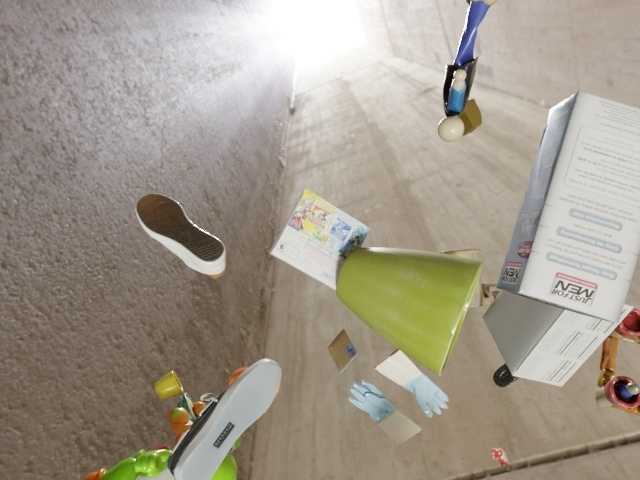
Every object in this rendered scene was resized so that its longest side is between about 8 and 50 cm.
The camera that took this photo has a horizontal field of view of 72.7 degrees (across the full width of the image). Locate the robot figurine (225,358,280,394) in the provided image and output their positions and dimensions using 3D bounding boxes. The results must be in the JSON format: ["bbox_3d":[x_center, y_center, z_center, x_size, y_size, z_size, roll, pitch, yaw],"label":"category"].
[{"bbox_3d":[-0.232,0.505,1.536,0.158,0.219,0.128,-14,86,-60],"label":"robot figurine"}]

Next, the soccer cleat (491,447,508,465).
[{"bbox_3d":[0.469,0.559,1.141,0.083,0.029,0.036,50,34,-27],"label":"soccer cleat"}]

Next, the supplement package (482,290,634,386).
[{"bbox_3d":[0.545,0.173,1.042,0.204,0.145,0.262,-94,-157,-58],"label":"supplement package"}]

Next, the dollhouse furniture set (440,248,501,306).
[{"bbox_3d":[0.468,0.116,1.331,0.242,0.212,0.161,7,79,-53],"label":"dollhouse furniture set"}]

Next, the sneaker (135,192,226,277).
[{"bbox_3d":[-0.352,-0.001,1.091,0.290,0.106,0.123,38,-29,19],"label":"sneaker"}]

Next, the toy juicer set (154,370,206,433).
[{"bbox_3d":[-0.366,0.544,1.285,0.209,0.089,0.329,45,-24,45],"label":"toy juicer set"}]

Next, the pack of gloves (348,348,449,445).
[{"bbox_3d":[0.197,0.393,1.110,0.232,0.195,0.046,45,16,-15],"label":"pack of gloves"}]

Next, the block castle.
[{"bbox_3d":[1.058,0.395,1.236,0.213,0.452,0.303,76,34,-63],"label":"block castle"}]

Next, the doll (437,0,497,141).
[{"bbox_3d":[0.194,-0.230,0.598,0.129,0.046,0.189,-58,158,-64],"label":"doll"}]

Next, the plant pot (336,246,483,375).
[{"bbox_3d":[0.196,0.130,1.042,0.275,0.293,0.275,-49,150,-41],"label":"plant pot"}]

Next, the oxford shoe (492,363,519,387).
[{"bbox_3d":[0.733,0.446,1.588,0.096,0.227,0.083,21,32,-54],"label":"oxford shoe"}]

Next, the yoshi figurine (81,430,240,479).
[{"bbox_3d":[-0.349,0.564,1.013,0.203,0.361,0.204,62,-18,16],"label":"yoshi figurine"}]

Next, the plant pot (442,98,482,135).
[{"bbox_3d":[0.451,-0.376,1.353,0.083,0.081,0.081,59,-35,6],"label":"plant pot"}]

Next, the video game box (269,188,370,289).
[{"bbox_3d":[0.000,0.000,1.115,0.205,0.187,0.048,31,-9,-14],"label":"video game box"}]

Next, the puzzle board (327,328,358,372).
[{"bbox_3d":[0.077,0.382,1.512,0.011,0.096,0.128,31,14,-32],"label":"puzzle board"}]

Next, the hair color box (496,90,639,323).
[{"bbox_3d":[0.486,-0.058,0.810,0.113,0.185,0.375,57,51,-88],"label":"hair color box"}]

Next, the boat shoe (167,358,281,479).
[{"bbox_3d":[-0.212,0.386,0.965,0.104,0.306,0.113,9,-34,49],"label":"boat shoe"}]
